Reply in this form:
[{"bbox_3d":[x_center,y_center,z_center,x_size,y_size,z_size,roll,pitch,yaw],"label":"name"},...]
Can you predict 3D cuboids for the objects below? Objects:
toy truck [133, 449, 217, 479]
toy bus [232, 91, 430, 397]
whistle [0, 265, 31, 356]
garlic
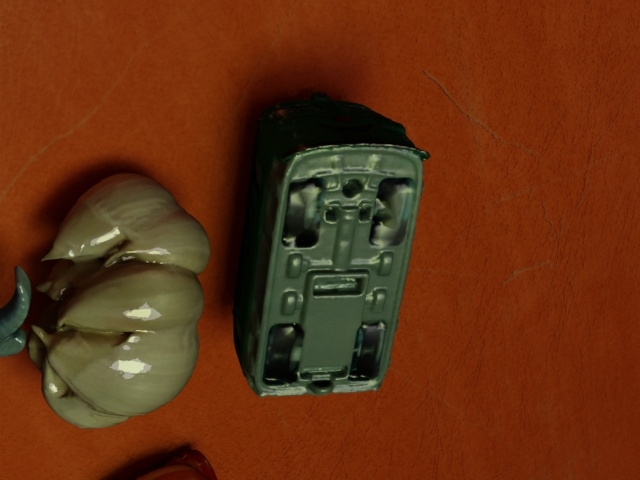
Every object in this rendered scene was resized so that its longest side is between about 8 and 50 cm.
[{"bbox_3d":[-0.173,0.429,1.678,0.189,0.239,0.265,-26,132,-22],"label":"toy truck"},{"bbox_3d":[0.000,0.000,1.535,0.183,0.199,0.344,0,121,-17],"label":"toy bus"},{"bbox_3d":[-0.391,0.090,1.377,0.180,0.093,0.269,-3,123,-7],"label":"whistle"},{"bbox_3d":[-0.219,0.084,1.430,0.203,0.184,0.281,-2,124,-50],"label":"garlic"}]
